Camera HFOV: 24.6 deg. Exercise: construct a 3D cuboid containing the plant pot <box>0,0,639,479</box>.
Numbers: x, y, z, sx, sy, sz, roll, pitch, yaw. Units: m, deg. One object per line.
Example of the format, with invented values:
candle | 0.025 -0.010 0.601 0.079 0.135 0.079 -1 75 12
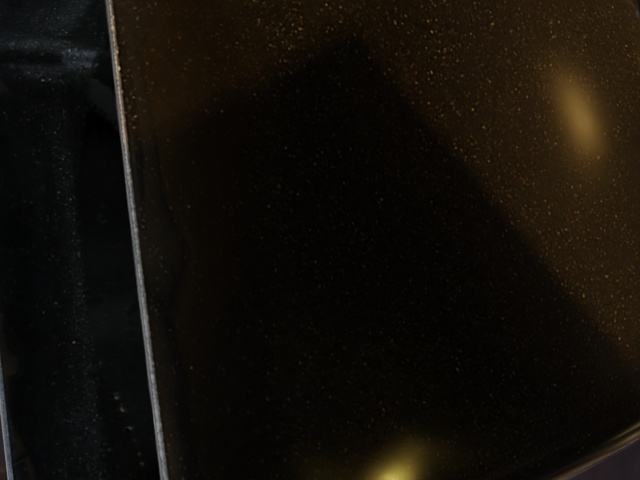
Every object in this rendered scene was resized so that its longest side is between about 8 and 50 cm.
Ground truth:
plant pot | 0.000 0.000 0.432 0.167 0.188 0.187 -5 82 -22
